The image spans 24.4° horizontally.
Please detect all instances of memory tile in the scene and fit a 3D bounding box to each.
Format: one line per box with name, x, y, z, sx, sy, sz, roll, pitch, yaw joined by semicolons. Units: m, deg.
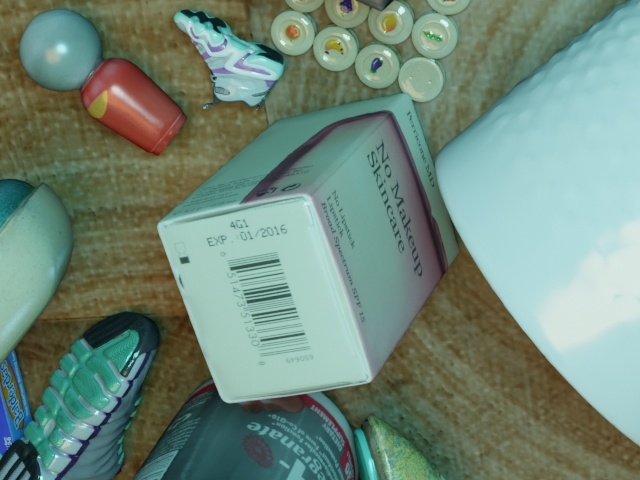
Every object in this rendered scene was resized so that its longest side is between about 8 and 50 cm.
memory tile;0.038;-0.178;1.158;0.148;0.012;0.113;20;116;6

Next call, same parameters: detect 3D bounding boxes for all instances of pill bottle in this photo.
pill bottle;-0.084;0.247;1.195;0.176;0.318;0.176;5;113;12

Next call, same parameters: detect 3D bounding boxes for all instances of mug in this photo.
mug;0.320;-0.033;1.023;0.328;0.276;0.374;-40;127;18

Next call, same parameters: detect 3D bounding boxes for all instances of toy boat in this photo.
toy boat;-0.256;-0.030;1.205;0.148;0.267;0.318;38;86;-9

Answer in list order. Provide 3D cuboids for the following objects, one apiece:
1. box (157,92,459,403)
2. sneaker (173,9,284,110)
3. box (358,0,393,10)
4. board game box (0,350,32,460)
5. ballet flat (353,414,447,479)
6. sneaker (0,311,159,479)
box;0.000;0.000;1.114;0.127;0.232;0.148;-11;109;26
sneaker;-0.085;-0.139;1.194;0.098;0.038;0.069;31;116;2
box;0.039;-0.374;1.004;0.191;0.143;0.381;24;115;5
board game box;-0.382;0.142;1.387;0.210;0.047;0.160;-4;111;18
ballet flat;0.103;0.301;1.291;0.123;0.123;0.348;-2;110;16
sneaker;-0.202;0.163;1.346;0.098;0.083;0.223;27;107;-46
